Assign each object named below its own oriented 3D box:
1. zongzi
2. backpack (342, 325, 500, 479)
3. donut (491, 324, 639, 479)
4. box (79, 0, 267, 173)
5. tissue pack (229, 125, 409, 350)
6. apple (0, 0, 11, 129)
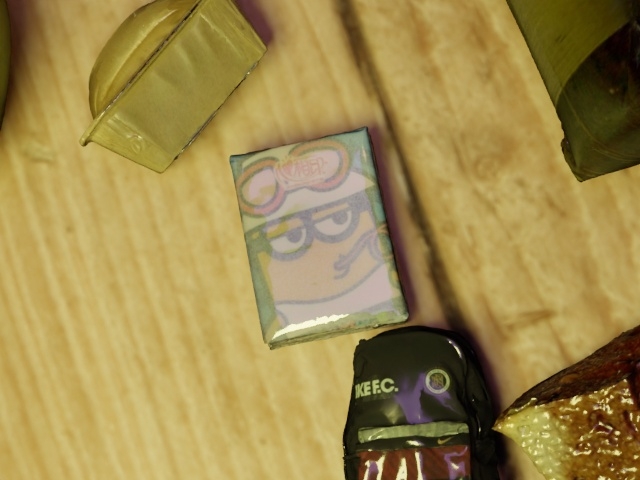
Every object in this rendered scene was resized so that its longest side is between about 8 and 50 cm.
[{"bbox_3d":[0.293,-0.220,1.074,0.317,0.154,0.289,-16,75,-16],"label":"zongzi"},{"bbox_3d":[0.072,0.146,1.044,0.120,0.106,0.165,-12,83,10],"label":"backpack"},{"bbox_3d":[0.284,0.097,1.016,0.295,0.151,0.112,-24,96,22],"label":"donut"},{"bbox_3d":[-0.121,-0.133,1.114,0.111,0.111,0.177,39,87,11],"label":"box"},{"bbox_3d":[0.000,0.000,1.096,0.115,0.065,0.155,-11,79,3],"label":"tissue pack"},{"bbox_3d":[-0.360,-0.148,1.069,0.279,0.279,0.279,-1,81,7],"label":"apple"}]
